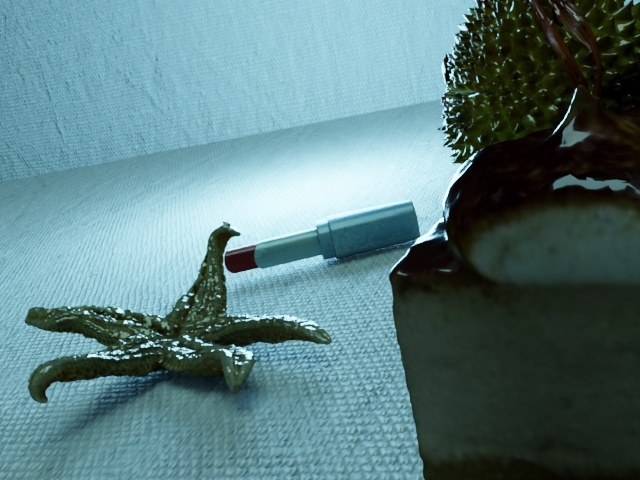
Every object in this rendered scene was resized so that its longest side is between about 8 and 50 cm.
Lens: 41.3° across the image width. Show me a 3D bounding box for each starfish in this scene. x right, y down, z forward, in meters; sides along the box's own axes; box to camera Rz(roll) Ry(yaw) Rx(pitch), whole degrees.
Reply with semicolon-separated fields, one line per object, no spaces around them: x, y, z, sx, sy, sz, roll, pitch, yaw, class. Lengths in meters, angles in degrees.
-0.162;0.090;0.936;0.375;0.094;0.327;-3;27;12;starfish

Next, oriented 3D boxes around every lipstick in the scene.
0.000;0.000;1.195;0.274;0.061;0.068;-13;17;0;lipstick

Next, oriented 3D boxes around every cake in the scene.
0.156;0.054;0.433;0.196;0.293;0.199;-2;23;35;cake

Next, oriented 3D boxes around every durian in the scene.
0.333;-0.218;1.242;0.347;0.347;0.384;1;32;42;durian
